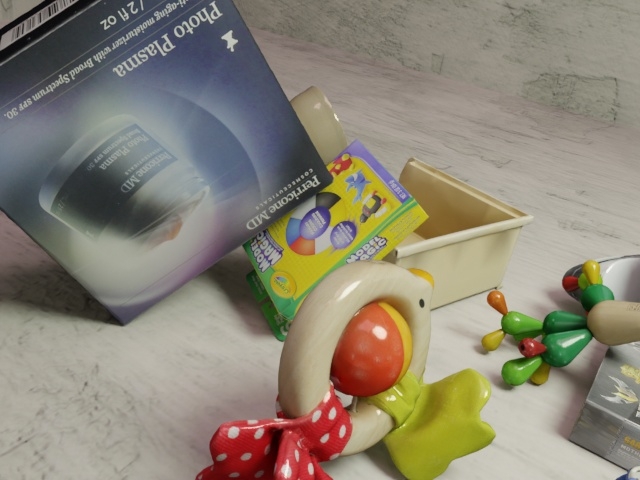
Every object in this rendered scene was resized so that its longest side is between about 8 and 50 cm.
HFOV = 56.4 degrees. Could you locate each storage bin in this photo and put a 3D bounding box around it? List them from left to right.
[{"bbox_3d":[0.104,-0.016,0.854,0.262,0.123,0.260,-13,35,-36],"label":"storage bin"}]

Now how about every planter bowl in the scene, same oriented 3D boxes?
[{"bbox_3d":[-0.031,-0.206,1.173,0.109,0.162,0.162,-27,36,-9],"label":"planter bowl"}]

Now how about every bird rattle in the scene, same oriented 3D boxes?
[{"bbox_3d":[0.020,0.117,0.498,0.253,0.207,0.143,1,8,-36],"label":"bird rattle"}]

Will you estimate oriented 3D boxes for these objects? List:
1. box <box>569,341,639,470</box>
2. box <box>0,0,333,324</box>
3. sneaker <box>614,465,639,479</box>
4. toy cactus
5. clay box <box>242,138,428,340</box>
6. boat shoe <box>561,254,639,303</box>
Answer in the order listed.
[{"bbox_3d":[0.391,0.177,0.640,0.183,0.056,0.231,25,30,27],"label":"box"},{"bbox_3d":[-0.190,-0.120,0.650,0.296,0.294,0.183,-35,38,-2],"label":"box"},{"bbox_3d":[0.249,0.232,0.434,0.296,0.112,0.131,12,10,-32],"label":"sneaker"},{"bbox_3d":[0.296,0.086,0.688,0.218,0.112,0.180,-23,4,-35],"label":"toy cactus"},{"bbox_3d":[0.000,0.000,0.692,0.053,0.222,0.127,41,9,-46],"label":"clay box"},{"bbox_3d":[0.491,0.066,0.852,0.301,0.108,0.102,-1,4,-15],"label":"boat shoe"}]
